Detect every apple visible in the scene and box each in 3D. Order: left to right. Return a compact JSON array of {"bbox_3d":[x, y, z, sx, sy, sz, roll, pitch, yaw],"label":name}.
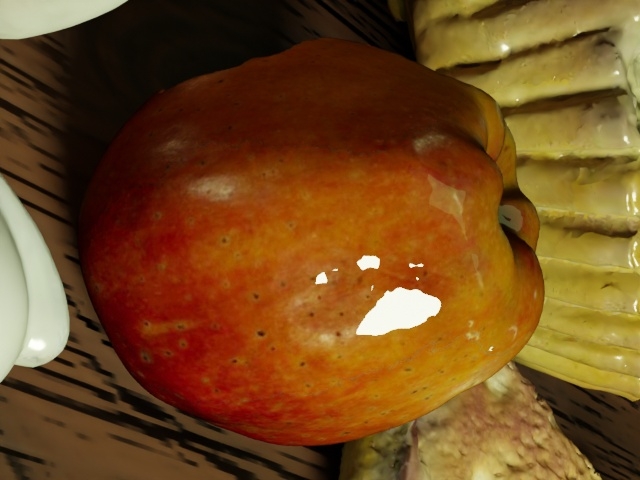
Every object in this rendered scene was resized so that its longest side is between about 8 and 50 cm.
[{"bbox_3d":[0.001,0.003,0.586,0.156,0.158,0.147,63,34,-28],"label":"apple"}]

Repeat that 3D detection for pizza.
[{"bbox_3d":[0.071,0.182,0.695,0.161,0.085,0.306,10,61,-43],"label":"pizza"}]

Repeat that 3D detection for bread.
[{"bbox_3d":[0.120,-0.047,0.782,0.274,0.149,0.274,-10,90,-86],"label":"bread"}]

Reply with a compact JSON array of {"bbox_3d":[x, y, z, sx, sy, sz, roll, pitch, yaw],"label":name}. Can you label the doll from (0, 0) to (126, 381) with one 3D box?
[{"bbox_3d":[-0.135,-0.044,0.409,0.208,0.144,0.271,20,78,-29],"label":"doll"}]
